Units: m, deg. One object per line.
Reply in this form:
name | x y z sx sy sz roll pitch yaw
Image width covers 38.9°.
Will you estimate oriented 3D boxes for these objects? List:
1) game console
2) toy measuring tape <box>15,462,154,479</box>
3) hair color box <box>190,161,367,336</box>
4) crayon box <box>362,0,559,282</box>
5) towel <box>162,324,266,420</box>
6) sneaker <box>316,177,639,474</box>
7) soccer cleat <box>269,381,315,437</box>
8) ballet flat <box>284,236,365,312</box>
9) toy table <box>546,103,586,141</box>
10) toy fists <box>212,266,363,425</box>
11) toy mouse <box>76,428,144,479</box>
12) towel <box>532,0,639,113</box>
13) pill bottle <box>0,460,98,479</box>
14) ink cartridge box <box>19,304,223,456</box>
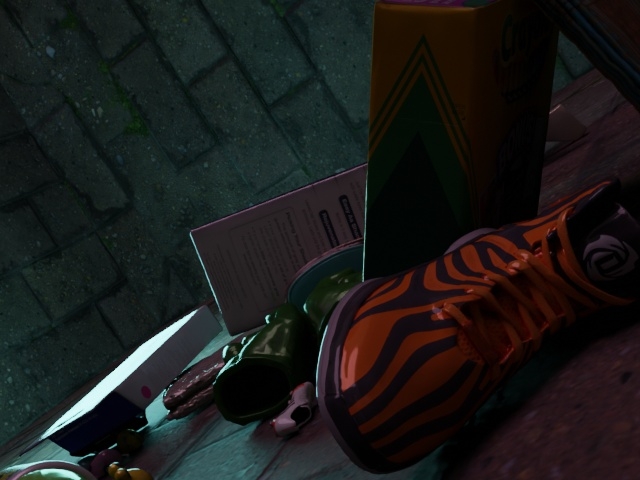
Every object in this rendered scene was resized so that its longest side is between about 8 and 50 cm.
game console | -0.361 0.309 1.533 0.122 0.071 0.107 -33 -23 7
toy measuring tape | -0.290 0.297 0.787 0.330 0.121 0.121 -34 4 -24
hair color box | 0.000 0.000 1.366 0.347 0.174 0.105 -20 4 6
crayon box | 0.160 -0.112 0.954 0.106 0.313 0.363 12 25 22
towel | -0.123 0.185 1.429 0.282 0.049 0.187 -32 5 -5
sneaker | 0.136 0.036 0.636 0.180 0.124 0.321 -31 4 42
soccer cleat | -0.020 0.171 0.923 0.035 0.029 0.083 -20 14 33
ballet flat | 0.101 0.031 1.255 0.316 0.107 0.106 -24 -4 5
toy table | 0.338 -0.230 1.657 0.161 0.252 0.274 -48 12 14
toy fists | -0.005 0.109 1.067 0.279 0.096 0.142 -33 3 18
toy mouse | -0.331 0.331 1.360 0.143 0.031 0.161 -34 4 -20
towel | 0.293 -0.233 0.923 0.040 0.370 0.271 -44 -3 33
pill bottle | -0.309 0.297 0.963 0.119 0.119 0.208 -35 5 -33
ink cartridge box | -0.308 0.235 1.462 0.176 0.069 0.371 -33 4 27
